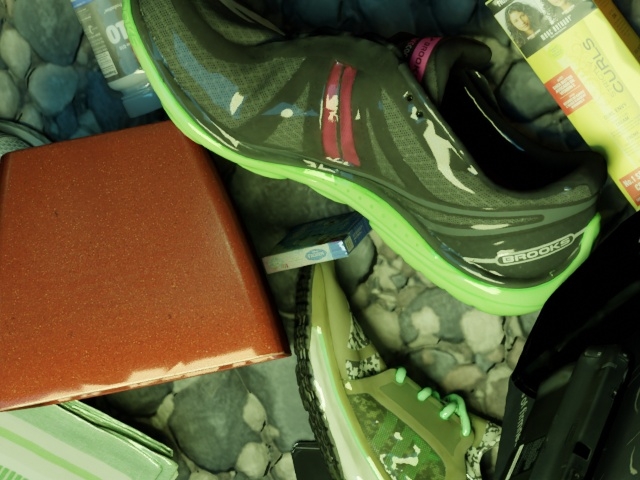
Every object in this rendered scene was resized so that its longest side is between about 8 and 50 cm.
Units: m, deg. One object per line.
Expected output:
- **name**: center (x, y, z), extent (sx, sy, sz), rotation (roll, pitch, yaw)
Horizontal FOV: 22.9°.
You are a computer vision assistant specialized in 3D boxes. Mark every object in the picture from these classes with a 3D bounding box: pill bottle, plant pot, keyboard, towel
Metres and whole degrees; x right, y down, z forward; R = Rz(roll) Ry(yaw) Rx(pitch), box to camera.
- **pill bottle**: center (-0.186, -0.195, 1.557), extent (0.078, 0.078, 0.137), rotation (-18, 102, 28)
- **plant pot**: center (-0.183, 0.022, 1.517), extent (0.267, 0.267, 0.236), rotation (-11, 85, 0)
- **keyboard**: center (0.034, 0.298, 1.687), extent (0.108, 0.023, 0.180), rotation (-2, 110, 30)
- **towel**: center (-0.329, 0.296, 1.731), extent (0.247, 0.038, 0.325), rotation (28, 119, -11)

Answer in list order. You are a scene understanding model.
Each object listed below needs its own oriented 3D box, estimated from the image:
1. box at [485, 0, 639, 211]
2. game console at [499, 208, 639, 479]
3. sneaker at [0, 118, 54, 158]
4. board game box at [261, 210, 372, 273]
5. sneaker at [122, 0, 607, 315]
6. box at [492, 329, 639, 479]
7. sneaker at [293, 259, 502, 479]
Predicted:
- **box**: center (0.251, -0.145, 1.402), extent (0.087, 0.058, 0.232), rotation (-34, 95, 29)
- **game console**: center (0.198, 0.113, 1.227), extent (0.044, 0.361, 0.213), rotation (35, 142, -5)
- **sneaker**: center (-0.386, -0.085, 1.659), extent (0.283, 0.122, 0.110), rotation (34, 119, 8)
- **board game box**: center (0.000, 0.000, 1.546), extent (0.090, 0.090, 0.020), rotation (-14, 105, 26)
- **sneaker**: center (0.047, -0.128, 1.427), extent (0.482, 0.185, 0.202), rotation (30, 124, 1)
- **box**: center (0.372, 0.154, 1.206), extent (0.297, 0.480, 0.472), rotation (33, 120, -5)
- **sneaker**: center (0.095, 0.195, 1.583), extent (0.182, 0.158, 0.410), rotation (-21, 93, -9)
